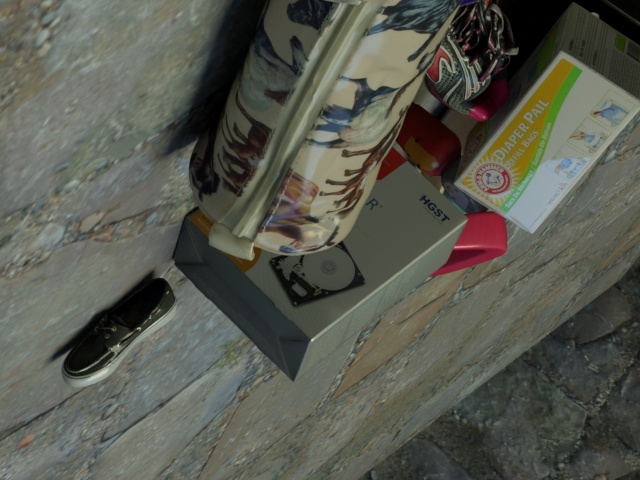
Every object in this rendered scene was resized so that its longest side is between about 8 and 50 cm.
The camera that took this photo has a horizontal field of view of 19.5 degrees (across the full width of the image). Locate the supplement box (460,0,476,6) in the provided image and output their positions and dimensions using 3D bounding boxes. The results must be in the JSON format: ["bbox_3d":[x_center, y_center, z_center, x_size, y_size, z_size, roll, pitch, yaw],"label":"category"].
[{"bbox_3d":[0.152,-0.316,1.548,0.114,0.111,0.220,-25,156,-54],"label":"supplement box"}]

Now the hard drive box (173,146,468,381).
[{"bbox_3d":[0.000,0.000,1.865,0.232,0.181,0.089,-37,163,-32],"label":"hard drive box"}]

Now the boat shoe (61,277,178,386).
[{"bbox_3d":[-0.200,0.087,1.831,0.142,0.049,0.040,-40,146,-24],"label":"boat shoe"}]

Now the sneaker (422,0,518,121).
[{"bbox_3d":[0.140,-0.211,1.810,0.121,0.112,0.299,-44,165,-4],"label":"sneaker"}]

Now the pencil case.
[{"bbox_3d":[0.013,-0.151,1.518,0.183,0.160,0.410,-45,169,-40],"label":"pencil case"}]

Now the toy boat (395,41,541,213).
[{"bbox_3d":[0.199,-0.113,2.171,0.267,0.148,0.318,-53,164,29],"label":"toy boat"}]

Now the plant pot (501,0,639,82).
[{"bbox_3d":[0.292,-0.239,2.049,0.167,0.187,0.188,-50,173,-45],"label":"plant pot"}]

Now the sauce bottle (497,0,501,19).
[{"bbox_3d":[0.168,-0.241,1.948,0.042,0.042,0.128,-41,163,-17],"label":"sauce bottle"}]

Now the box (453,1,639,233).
[{"bbox_3d":[0.240,-0.125,1.939,0.203,0.103,0.114,-52,-171,35],"label":"box"}]

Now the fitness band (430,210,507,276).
[{"bbox_3d":[0.083,0.009,2.089,0.209,0.054,0.291,-3,172,-27],"label":"fitness band"}]
